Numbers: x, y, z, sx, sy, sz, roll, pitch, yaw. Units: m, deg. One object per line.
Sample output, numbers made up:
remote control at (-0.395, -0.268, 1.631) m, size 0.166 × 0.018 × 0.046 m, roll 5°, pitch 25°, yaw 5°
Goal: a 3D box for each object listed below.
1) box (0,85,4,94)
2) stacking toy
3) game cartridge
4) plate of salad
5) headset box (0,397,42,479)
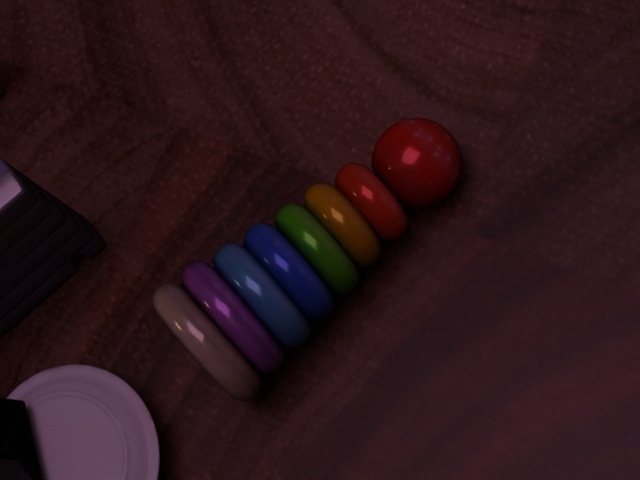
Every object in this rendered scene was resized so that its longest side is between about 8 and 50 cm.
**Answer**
box at (-0.558, -0.187, 1.927) m, size 0.290 × 0.177 × 0.279 m, roll -43°, pitch 65°, yaw 1°
stacking toy at (0.000, 0.000, 1.724) m, size 0.330 × 0.141 × 0.141 m, roll -42°, pitch 66°, yaw -3°
game cartridge at (-0.397, 0.074, 1.764) m, size 0.355 × 0.230 × 0.068 m, roll -41°, pitch 66°, yaw 1°
plate of salad at (-0.248, 0.224, 1.767) m, size 0.200 × 0.048 × 0.200 m, roll -4°, pitch 77°, yaw 18°
headset box at (-0.450, 0.243, 1.707) m, size 0.293 × 0.218 × 0.110 m, roll -24°, pitch 71°, yaw 23°
